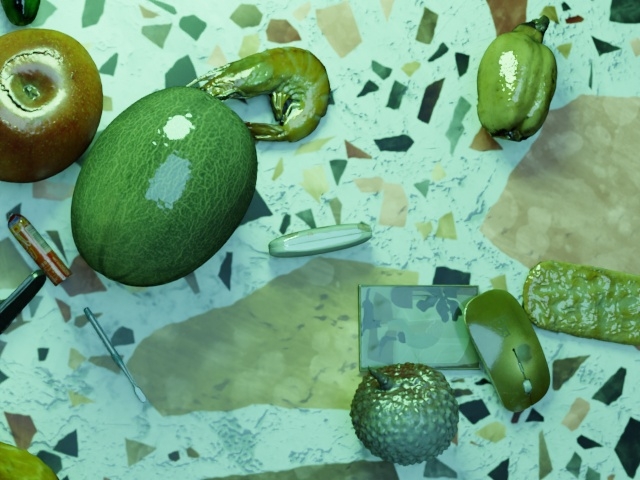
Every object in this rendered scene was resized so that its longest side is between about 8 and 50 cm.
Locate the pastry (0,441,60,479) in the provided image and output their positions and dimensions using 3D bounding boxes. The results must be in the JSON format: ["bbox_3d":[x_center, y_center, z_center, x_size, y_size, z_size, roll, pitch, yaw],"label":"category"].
[{"bbox_3d":[-0.458,0.429,1.678,0.312,0.388,0.389,-31,92,-28],"label":"pastry"}]

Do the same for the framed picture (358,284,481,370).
[{"bbox_3d":[0.158,0.138,2.027,0.200,0.010,0.136,1,84,-13],"label":"framed picture"}]

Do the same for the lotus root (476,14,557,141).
[{"bbox_3d":[0.315,-0.261,2.049,0.125,0.118,0.221,21,75,-43],"label":"lotus root"}]

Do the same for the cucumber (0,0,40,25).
[{"bbox_3d":[-0.454,-0.431,1.913,0.069,0.069,0.228,-6,82,-14],"label":"cucumber"}]

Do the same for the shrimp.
[{"bbox_3d":[-0.097,-0.222,1.977,0.248,0.068,0.150,-7,92,-19],"label":"shrimp"}]

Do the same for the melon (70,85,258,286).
[{"bbox_3d":[-0.225,-0.072,1.844,0.237,0.237,0.302,35,83,-8],"label":"melon"}]

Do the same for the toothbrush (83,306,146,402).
[{"bbox_3d":[-0.307,0.172,1.915,0.011,0.014,0.167,-33,91,-12],"label":"toothbrush"}]

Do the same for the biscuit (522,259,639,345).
[{"bbox_3d":[0.446,0.102,2.088,0.247,0.029,0.119,10,83,-12],"label":"biscuit"}]

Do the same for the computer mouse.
[{"bbox_3d":[0.297,0.175,2.033,0.102,0.045,0.199,-25,93,-17],"label":"computer mouse"}]

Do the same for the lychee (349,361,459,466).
[{"bbox_3d":[0.125,0.254,1.929,0.165,0.165,0.197,-31,126,-14],"label":"lychee"}]

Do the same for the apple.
[{"bbox_3d":[-0.420,-0.197,1.841,0.210,0.173,0.235,20,79,-11],"label":"apple"}]

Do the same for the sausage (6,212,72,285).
[{"bbox_3d":[-0.420,0.009,1.892,0.034,0.034,0.129,-40,95,-14],"label":"sausage"}]

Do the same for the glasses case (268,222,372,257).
[{"bbox_3d":[0.000,0.000,1.976,0.164,0.063,0.041,-10,90,-13],"label":"glasses case"}]

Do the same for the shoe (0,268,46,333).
[{"bbox_3d":[-0.469,0.092,1.863,0.053,0.062,0.159,43,79,13],"label":"shoe"}]
